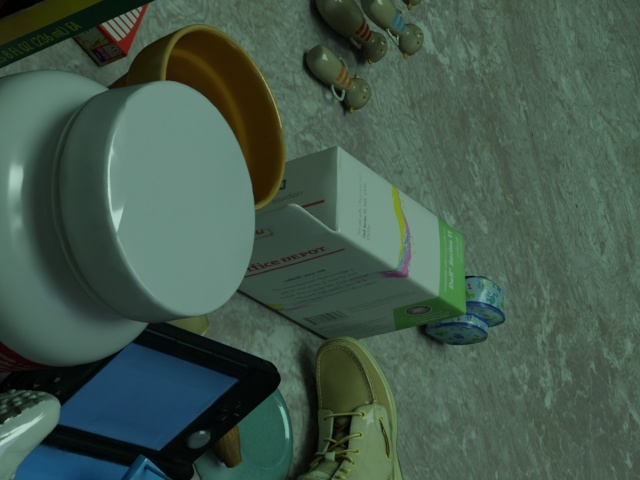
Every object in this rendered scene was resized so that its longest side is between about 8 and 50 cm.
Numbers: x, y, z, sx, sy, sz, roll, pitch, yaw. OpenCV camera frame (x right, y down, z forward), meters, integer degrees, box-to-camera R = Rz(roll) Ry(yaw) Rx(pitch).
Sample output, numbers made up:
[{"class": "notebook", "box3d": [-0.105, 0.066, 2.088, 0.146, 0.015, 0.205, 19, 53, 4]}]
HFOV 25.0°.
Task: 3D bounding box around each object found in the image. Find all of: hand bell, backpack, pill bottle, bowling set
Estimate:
[{"class": "hand bell", "box3d": [-0.135, 0.140, 1.573, 0.126, 0.126, 0.242, -48, 121, -54]}, {"class": "backpack", "box3d": [0.209, 0.104, 2.102, 0.105, 0.114, 0.084, 31, 51, -47]}, {"class": "pill bottle", "box3d": [-0.266, -0.008, 1.141, 0.229, 0.408, 0.229, 18, 69, -55]}, {"class": "bowling set", "box3d": [0.103, -0.330, 2.079, 0.154, 0.200, 0.287, 39, 49, -43]}]

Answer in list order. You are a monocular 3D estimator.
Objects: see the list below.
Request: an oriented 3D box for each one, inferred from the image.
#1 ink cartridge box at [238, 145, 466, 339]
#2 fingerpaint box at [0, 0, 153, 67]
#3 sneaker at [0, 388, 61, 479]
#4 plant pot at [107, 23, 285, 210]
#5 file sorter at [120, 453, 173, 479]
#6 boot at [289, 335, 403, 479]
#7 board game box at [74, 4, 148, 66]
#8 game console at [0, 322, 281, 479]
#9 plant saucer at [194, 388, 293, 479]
[{"class": "ink cartridge box", "box3d": [0.000, 0.000, 1.746, 0.353, 0.207, 0.119, 32, 51, -46]}, {"class": "fingerpaint box", "box3d": [-0.300, -0.345, 1.234, 0.371, 0.445, 0.163, 43, 44, -39]}, {"class": "sneaker", "box3d": [-0.318, 0.213, 1.243, 0.235, 0.090, 0.094, -33, 107, -28]}, {"class": "plant pot", "box3d": [-0.172, -0.105, 1.553, 0.205, 0.188, 0.205, 32, 50, -47]}, {"class": "file sorter", "box3d": [-0.136, 0.312, 1.399, 0.118, 0.104, 0.170, -54, 137, -17]}, {"class": "boot", "box3d": [0.021, 0.253, 1.746, 0.203, 0.095, 0.261, -10, 90, -67]}, {"class": "board game box", "box3d": [-0.274, -0.315, 1.631, 0.193, 0.045, 0.146, 47, 40, -35]}, {"class": "game console", "box3d": [-0.180, 0.226, 1.414, 0.293, 0.250, 0.173, 26, 28, -50]}, {"class": "plant saucer", "box3d": [-0.081, 0.219, 1.681, 0.195, 0.037, 0.195, 30, 51, -46]}]
